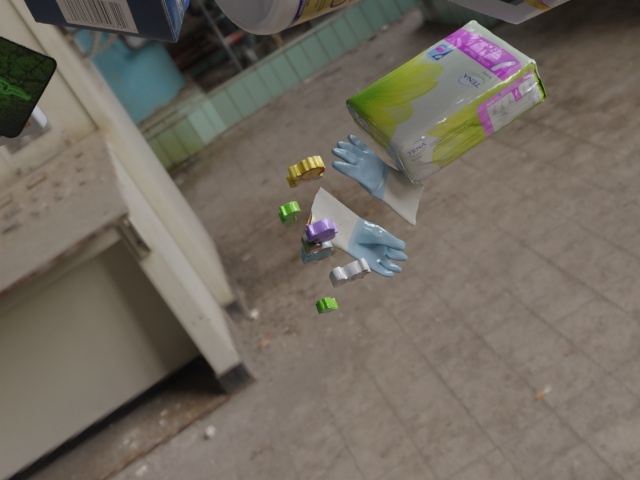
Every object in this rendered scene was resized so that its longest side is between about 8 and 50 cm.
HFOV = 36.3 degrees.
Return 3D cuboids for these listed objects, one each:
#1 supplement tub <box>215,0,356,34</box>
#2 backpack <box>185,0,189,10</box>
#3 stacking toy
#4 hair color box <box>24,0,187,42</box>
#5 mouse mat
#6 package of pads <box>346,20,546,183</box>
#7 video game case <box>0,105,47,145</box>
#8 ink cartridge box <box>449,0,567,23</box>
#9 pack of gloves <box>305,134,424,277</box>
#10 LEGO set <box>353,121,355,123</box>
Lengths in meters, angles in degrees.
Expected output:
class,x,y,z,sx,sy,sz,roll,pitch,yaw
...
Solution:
class,x,y,z,sx,sy,sz,roll,pitch,yaw
supplement tub,-0.008,-0.497,1.613,0.331,0.241,0.241,-28,15,-30
backpack,-0.236,-0.363,1.392,0.101,0.097,0.120,-5,27,-4
stacking toy,0.000,0.000,1.343,0.052,0.166,0.221,-19,-15,-13
hair color box,-0.217,-0.413,1.123,0.105,0.174,0.347,89,-169,-71
mouse mat,-0.506,-0.240,1.447,0.152,0.190,0.007,-55,37,21
package of pads,0.224,-0.249,1.742,0.297,0.101,0.229,-33,40,-3
video game case,-0.702,-0.276,1.724,0.300,0.329,0.036,-19,38,17
ink cartridge box,0.307,-0.484,1.516,0.270,0.197,0.198,179,106,-73
pack of gloves,0.094,-0.057,1.640,0.046,0.232,0.195,-3,64,47
LEGO set,0.161,-0.211,2.043,0.087,0.227,0.093,8,78,42
